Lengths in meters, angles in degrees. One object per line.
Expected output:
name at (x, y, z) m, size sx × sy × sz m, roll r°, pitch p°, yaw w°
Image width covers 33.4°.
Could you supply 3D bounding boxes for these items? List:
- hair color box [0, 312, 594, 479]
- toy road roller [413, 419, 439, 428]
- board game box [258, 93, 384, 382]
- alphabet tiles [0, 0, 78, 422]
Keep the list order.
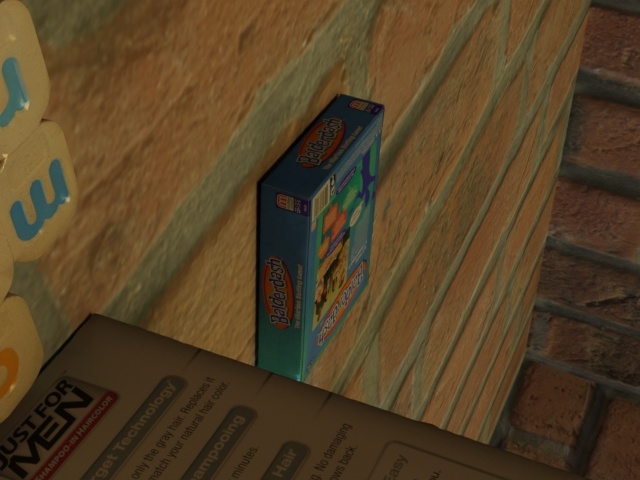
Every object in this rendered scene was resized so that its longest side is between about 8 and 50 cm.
hair color box at (-0.010, 0.184, 0.557) m, size 0.185 × 0.374 × 0.114 m, roll -53°, pitch 152°, yaw -46°
toy road roller at (0.044, 0.336, 1.176) m, size 0.329 × 0.202 × 0.241 m, roll -40°, pitch 132°, yaw -67°
board game box at (0.000, 0.000, 0.946) m, size 0.160 × 0.047 × 0.210 m, roll -53°, pitch 154°, yaw -47°
alphabet tiles at (-0.196, 0.028, 0.434) m, size 0.278 × 0.021 × 0.284 m, roll 87°, pitch 27°, yaw -48°
